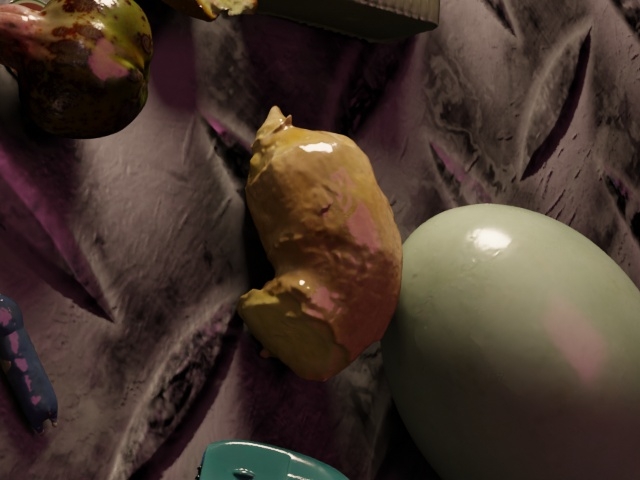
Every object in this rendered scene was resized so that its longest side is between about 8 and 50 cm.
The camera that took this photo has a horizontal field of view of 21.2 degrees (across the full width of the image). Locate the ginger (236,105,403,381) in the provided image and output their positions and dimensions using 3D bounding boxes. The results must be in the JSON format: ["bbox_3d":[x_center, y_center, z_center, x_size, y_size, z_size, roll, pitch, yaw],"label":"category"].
[{"bbox_3d":[0.000,0.000,1.642,0.152,0.138,0.267,0,78,-22],"label":"ginger"}]

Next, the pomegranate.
[{"bbox_3d":[-0.216,-0.159,1.458,0.163,0.126,0.138,27,74,-41],"label":"pomegranate"}]

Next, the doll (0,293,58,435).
[{"bbox_3d":[-0.249,0.103,1.423,0.037,0.027,0.125,-31,105,-48],"label":"doll"}]

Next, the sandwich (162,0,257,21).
[{"bbox_3d":[-0.148,-0.316,1.625,0.090,0.088,0.244,-28,103,-40],"label":"sandwich"}]

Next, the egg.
[{"bbox_3d":[0.214,0.135,1.739,0.389,0.276,0.276,54,45,-21],"label":"egg"}]

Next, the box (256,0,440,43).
[{"bbox_3d":[0.027,-0.316,1.793,0.274,0.138,0.178,8,78,-44],"label":"box"}]

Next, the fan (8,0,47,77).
[{"bbox_3d":[-0.269,-0.184,1.504,0.133,0.005,0.085,28,60,-41],"label":"fan"}]

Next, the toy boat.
[{"bbox_3d":[-0.030,0.241,1.579,0.175,0.110,0.091,11,61,-1],"label":"toy boat"}]
